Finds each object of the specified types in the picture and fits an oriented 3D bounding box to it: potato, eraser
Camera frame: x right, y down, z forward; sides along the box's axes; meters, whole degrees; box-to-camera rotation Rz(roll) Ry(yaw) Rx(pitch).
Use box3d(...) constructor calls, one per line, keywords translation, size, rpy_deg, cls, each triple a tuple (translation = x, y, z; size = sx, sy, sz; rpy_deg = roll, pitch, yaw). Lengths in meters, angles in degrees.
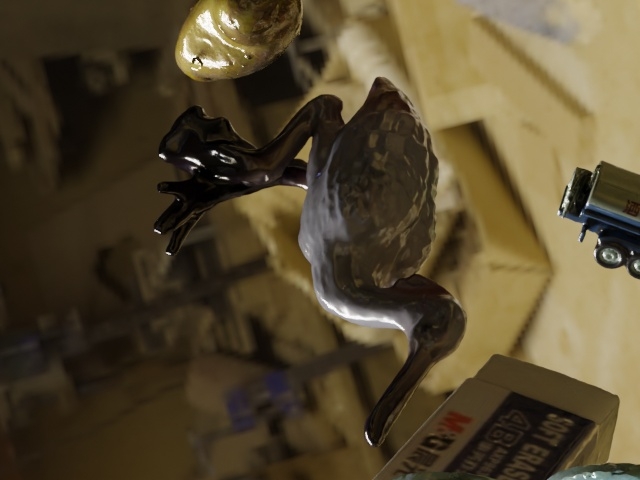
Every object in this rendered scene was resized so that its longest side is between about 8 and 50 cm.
box3d(translation=(-0.035, -0.098, 0.832), size=(0.092, 0.046, 0.045), rpy_deg=(-32, 40, 59), cls="potato")
box3d(translation=(0.132, 0.199, 1.455), size=(0.124, 0.279, 0.081), rpy_deg=(18, 122, 24), cls="eraser")

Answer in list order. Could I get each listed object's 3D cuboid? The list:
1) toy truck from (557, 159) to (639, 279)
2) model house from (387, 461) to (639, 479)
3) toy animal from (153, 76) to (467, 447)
box3d(translation=(0.325, -0.013, 1.703), size=(0.074, 0.202, 0.088), rpy_deg=(-65, -6, -50), cls="toy truck")
box3d(translation=(0.120, 0.243, 0.657), size=(0.340, 0.300, 0.323), rpy_deg=(16, 135, 21), cls="model house")
box3d(translation=(0.024, -0.007, 1.171), size=(0.324, 0.195, 0.090), rpy_deg=(41, 165, 45), cls="toy animal")
